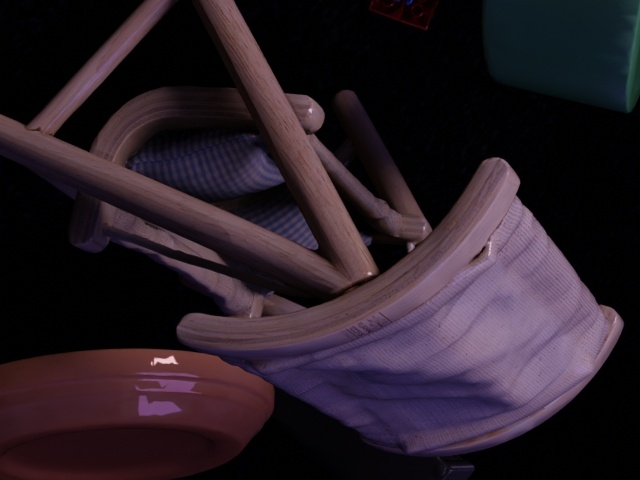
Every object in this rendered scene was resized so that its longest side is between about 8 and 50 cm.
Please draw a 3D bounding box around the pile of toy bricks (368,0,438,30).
[{"bbox_3d":[0.054,-0.222,0.757,0.105,0.118,0.212,-33,144,-83],"label":"pile of toy bricks"}]

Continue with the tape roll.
[{"bbox_3d":[0.160,-0.229,0.738,0.321,0.077,0.321,15,90,-76],"label":"tape roll"}]

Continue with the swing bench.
[{"bbox_3d":[0.000,0.000,0.771,0.165,0.254,0.253,-48,150,1],"label":"swing bench"}]

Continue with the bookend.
[{"bbox_3d":[0.063,0.154,1.137,0.072,0.157,0.156,-55,149,14],"label":"bookend"}]

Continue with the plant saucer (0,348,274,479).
[{"bbox_3d":[-0.125,0.110,0.847,0.200,0.037,0.200,-5,158,-2],"label":"plant saucer"}]
